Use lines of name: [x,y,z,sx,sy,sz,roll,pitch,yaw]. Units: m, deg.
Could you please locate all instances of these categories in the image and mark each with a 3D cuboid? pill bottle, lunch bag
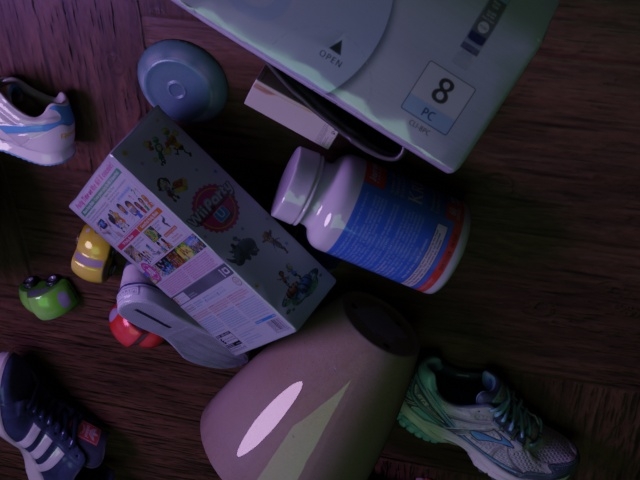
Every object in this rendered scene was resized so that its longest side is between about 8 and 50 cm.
pill bottle: [0.058,-0.029,1.200,0.221,0.124,0.124,22,133,-12]
lunch bag: [0.000,0.000,1.279,0.067,0.098,0.065,25,136,-9]

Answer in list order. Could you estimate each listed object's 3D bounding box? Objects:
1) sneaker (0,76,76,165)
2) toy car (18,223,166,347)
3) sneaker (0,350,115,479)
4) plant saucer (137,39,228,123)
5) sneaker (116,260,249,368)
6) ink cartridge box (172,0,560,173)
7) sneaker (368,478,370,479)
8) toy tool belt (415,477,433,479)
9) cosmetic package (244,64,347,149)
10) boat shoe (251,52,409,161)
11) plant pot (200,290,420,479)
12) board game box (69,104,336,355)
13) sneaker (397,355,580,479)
sneaker: [-0.430,-0.170,1.301,0.228,0.087,0.092,11,125,1]
toy car: [-0.369,0.089,1.510,0.225,0.053,0.239,-7,126,23]
sneaker: [-0.444,0.315,1.691,0.148,0.131,0.350,-2,134,12]
plant saucer: [-0.174,-0.190,1.230,0.119,0.021,0.119,10,130,11]
sneaker: [-0.188,0.104,1.444,0.094,0.091,0.258,-19,141,25]
ink cartridge box: [0.092,-0.300,0.886,0.308,0.091,0.385,31,102,-7]
sneaker: [0.061,0.465,1.646,0.182,0.127,0.315,48,152,13]
toy tool belt: [0.165,0.429,1.615,0.052,0.051,0.083,15,132,6]
cosmetic package: [-0.025,-0.163,1.177,0.115,0.060,0.041,28,131,-7]
boat shoe: [-0.011,-0.216,1.101,0.335,0.095,0.112,38,130,-14]
plant pot: [0.009,0.209,1.381,0.256,0.256,0.274,31,115,-8]
board game box: [-0.155,0.000,1.261,0.303,0.097,0.224,43,152,-10]
sneaker: [0.243,0.254,1.405,0.283,0.110,0.122,22,129,0]
